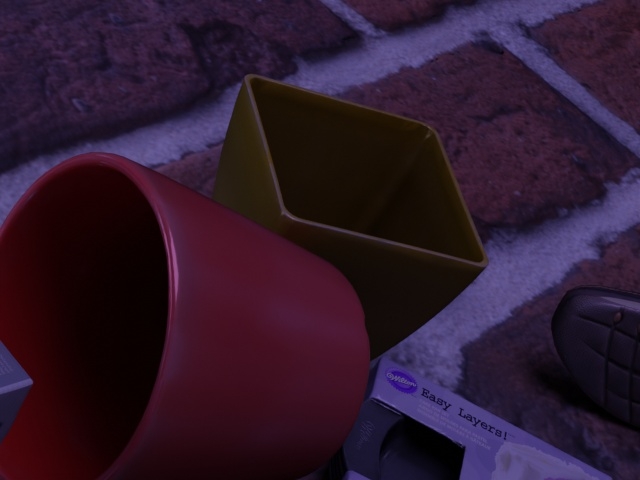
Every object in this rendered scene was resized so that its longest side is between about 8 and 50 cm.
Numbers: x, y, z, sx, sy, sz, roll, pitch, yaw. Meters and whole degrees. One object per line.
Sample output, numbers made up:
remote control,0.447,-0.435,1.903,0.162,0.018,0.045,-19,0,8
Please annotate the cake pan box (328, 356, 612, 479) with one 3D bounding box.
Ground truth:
cake pan box,0.126,0.243,1.579,0.267,0.070,0.246,29,30,-4

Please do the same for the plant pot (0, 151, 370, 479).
plant pot,-0.110,0.087,1.438,0.243,0.275,0.275,14,35,-42

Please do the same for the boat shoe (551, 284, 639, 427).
boat shoe,0.381,0.128,1.909,0.355,0.132,0.130,25,22,-26

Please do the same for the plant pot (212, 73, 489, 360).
plant pot,0.000,0.000,1.691,0.212,0.187,0.212,14,36,-26

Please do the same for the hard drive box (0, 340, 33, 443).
hard drive box,-0.329,0.149,1.173,0.232,0.181,0.089,-16,55,-48
